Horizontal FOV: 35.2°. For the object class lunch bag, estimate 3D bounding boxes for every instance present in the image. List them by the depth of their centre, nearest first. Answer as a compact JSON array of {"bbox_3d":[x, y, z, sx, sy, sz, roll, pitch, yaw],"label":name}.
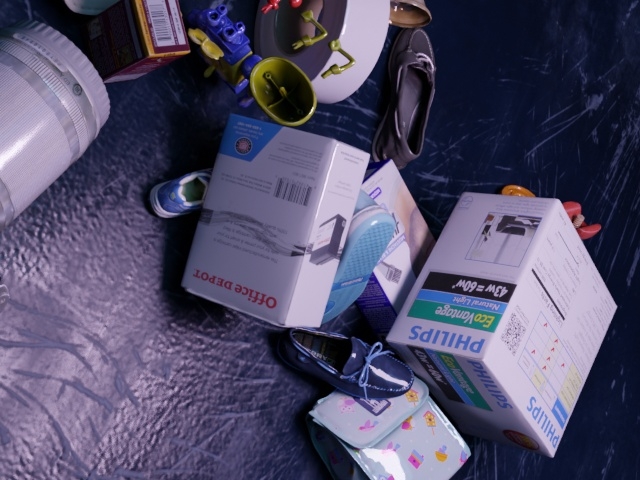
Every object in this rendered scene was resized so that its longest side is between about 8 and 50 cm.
[{"bbox_3d":[0.117,0.369,1.889,0.223,0.160,0.262,-34,91,-34],"label":"lunch bag"}]

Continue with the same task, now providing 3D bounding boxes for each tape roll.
[{"bbox_3d":[-0.004,-0.393,1.826,0.100,0.286,0.286,7,79,-38],"label":"tape roll"}]

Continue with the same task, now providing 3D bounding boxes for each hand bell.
[{"bbox_3d":[0.188,-0.578,2.095,0.126,0.126,0.242,19,76,-35],"label":"hand bell"}]

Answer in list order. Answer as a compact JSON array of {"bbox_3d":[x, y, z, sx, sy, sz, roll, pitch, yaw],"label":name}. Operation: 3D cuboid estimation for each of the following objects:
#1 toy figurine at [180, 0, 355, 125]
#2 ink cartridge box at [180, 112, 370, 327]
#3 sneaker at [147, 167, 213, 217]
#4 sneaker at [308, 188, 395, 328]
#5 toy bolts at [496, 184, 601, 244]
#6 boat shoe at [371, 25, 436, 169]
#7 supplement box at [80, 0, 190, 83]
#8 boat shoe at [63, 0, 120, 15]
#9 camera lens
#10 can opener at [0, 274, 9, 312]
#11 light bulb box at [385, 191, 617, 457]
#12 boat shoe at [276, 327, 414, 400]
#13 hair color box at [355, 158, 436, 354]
[{"bbox_3d":[-0.121,-0.332,1.757,0.362,0.217,0.191,44,76,7],"label":"toy figurine"},{"bbox_3d":[-0.076,-0.032,1.681,0.129,0.223,0.308,12,95,-60],"label":"ink cartridge box"},{"bbox_3d":[-0.193,-0.085,1.754,0.211,0.081,0.080,-22,95,-40],"label":"sneaker"},{"bbox_3d":[0.000,0.000,1.826,0.127,0.319,0.208,-9,53,-42],"label":"sneaker"},{"bbox_3d":[0.491,-0.004,2.293,0.228,0.159,0.218,-8,48,-30],"label":"toy bolts"},{"bbox_3d":[0.194,-0.301,2.089,0.112,0.095,0.335,26,68,-33],"label":"boat shoe"},{"bbox_3d":[-0.302,-0.326,1.633,0.080,0.188,0.104,-15,92,-40],"label":"supplement box"},{"bbox_3d":[-0.323,-0.476,1.700,0.324,0.096,0.117,-38,145,-33],"label":"boat shoe"},{"bbox_3d":[-0.466,-0.160,1.454,0.219,0.219,0.274,52,56,-21],"label":"camera lens"},{"bbox_3d":[-0.578,0.115,1.435,0.283,0.076,0.095,-24,66,-38],"label":"can opener"},{"bbox_3d":[0.361,0.158,1.947,0.358,0.225,0.361,51,59,-38],"label":"light bulb box"},{"bbox_3d":[0.048,0.225,1.826,0.258,0.089,0.109,12,61,-6],"label":"boat shoe"},{"bbox_3d":[0.134,0.034,1.985,0.185,0.110,0.339,-42,111,-36],"label":"hair color box"}]
